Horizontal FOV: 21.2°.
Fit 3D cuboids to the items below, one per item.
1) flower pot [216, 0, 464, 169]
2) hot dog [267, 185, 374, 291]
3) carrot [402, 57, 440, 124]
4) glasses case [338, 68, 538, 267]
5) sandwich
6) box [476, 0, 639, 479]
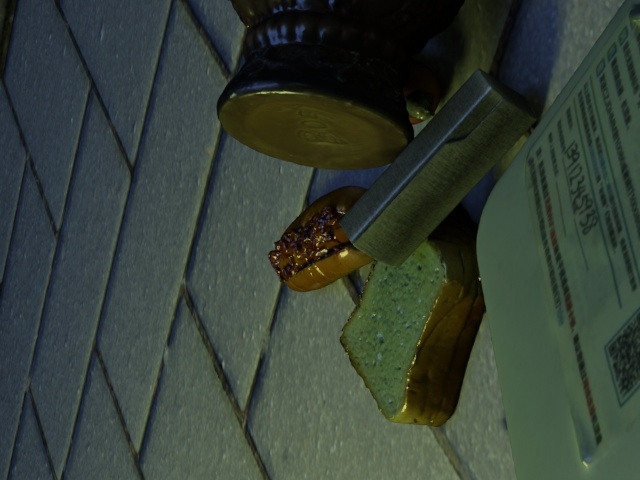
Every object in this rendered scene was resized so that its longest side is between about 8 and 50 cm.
[{"bbox_3d":[0.015,-0.224,1.671,0.266,0.266,0.267,153,130,-64],"label":"flower pot"},{"bbox_3d":[0.000,0.000,1.962,0.249,0.076,0.102,152,122,-64],"label":"hot dog"},{"bbox_3d":[0.067,-0.191,1.867,0.336,0.069,0.069,-123,42,-64],"label":"carrot"},{"bbox_3d":[0.112,-0.065,1.620,0.205,0.070,0.047,-47,43,20],"label":"glasses case"},{"bbox_3d":[0.096,0.064,1.741,0.186,0.065,0.215,-120,40,-52],"label":"sandwich"},{"bbox_3d":[0.259,0.005,1.245,0.396,0.111,0.396,-96,28,-42],"label":"box"}]
